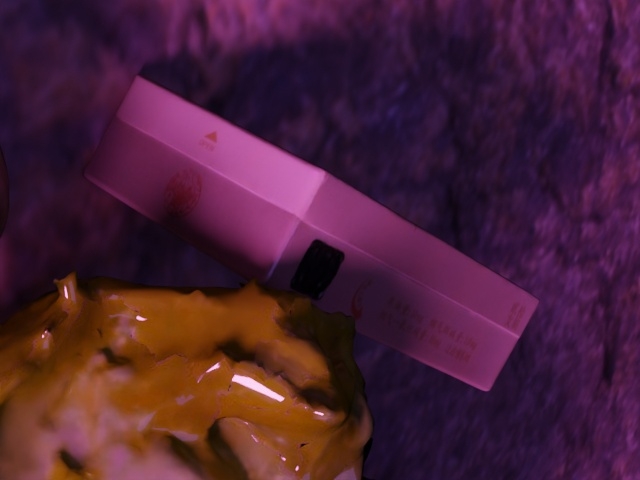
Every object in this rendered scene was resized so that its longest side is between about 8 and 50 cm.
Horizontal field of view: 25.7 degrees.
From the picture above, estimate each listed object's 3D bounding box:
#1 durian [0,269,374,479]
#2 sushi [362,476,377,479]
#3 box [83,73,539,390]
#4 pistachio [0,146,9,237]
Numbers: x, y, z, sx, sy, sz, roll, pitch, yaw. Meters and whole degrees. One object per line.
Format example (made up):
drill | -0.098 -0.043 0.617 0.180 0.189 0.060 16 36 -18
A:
durian | -0.125 0.180 0.558 0.204 0.256 0.340 29 128 -32
sushi | 0.016 0.229 0.802 0.296 0.167 0.179 67 43 -63
box | 0.000 0.000 0.687 0.201 0.141 0.058 29 90 -49
pistachio | -0.179 -0.025 0.505 0.124 0.124 0.185 -49 145 -21
